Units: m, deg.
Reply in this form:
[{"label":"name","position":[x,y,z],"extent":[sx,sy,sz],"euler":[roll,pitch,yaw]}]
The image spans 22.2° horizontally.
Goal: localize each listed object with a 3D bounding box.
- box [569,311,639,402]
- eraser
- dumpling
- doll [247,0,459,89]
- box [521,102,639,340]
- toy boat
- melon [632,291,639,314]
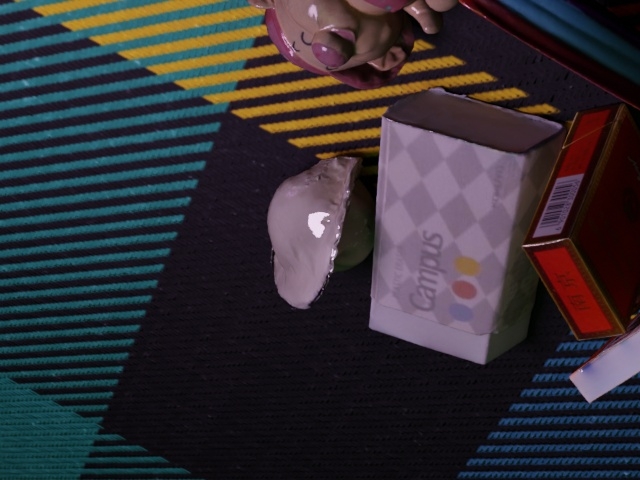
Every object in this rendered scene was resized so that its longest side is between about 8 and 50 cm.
[{"label":"box","position":[0.441,0.056,1.860],"extent":[0.048,0.273,0.265],"euler":[53,137,5]},{"label":"eraser","position":[0.178,-0.009,2.075],"extent":[0.213,0.082,0.397],"euler":[17,139,13]},{"label":"dumpling","position":[0.000,0.000,2.116],"extent":[0.142,0.172,0.247],"euler":[16,142,-17]},{"label":"doll","position":[0.038,-0.272,1.825],"extent":[0.196,0.152,0.256],"euler":[47,142,-3]},{"label":"box","position":[0.320,-0.024,1.860],"extent":[0.074,0.240,0.153],"euler":[-14,125,39]},{"label":"toy boat","position":[0.322,-0.191,1.756],"extent":[0.392,0.136,0.079],"euler":[29,110,-23]},{"label":"melon","position":[0.334,0.040,2.012],"extent":[0.162,0.099,0.099],"euler":[34,151,43]}]
